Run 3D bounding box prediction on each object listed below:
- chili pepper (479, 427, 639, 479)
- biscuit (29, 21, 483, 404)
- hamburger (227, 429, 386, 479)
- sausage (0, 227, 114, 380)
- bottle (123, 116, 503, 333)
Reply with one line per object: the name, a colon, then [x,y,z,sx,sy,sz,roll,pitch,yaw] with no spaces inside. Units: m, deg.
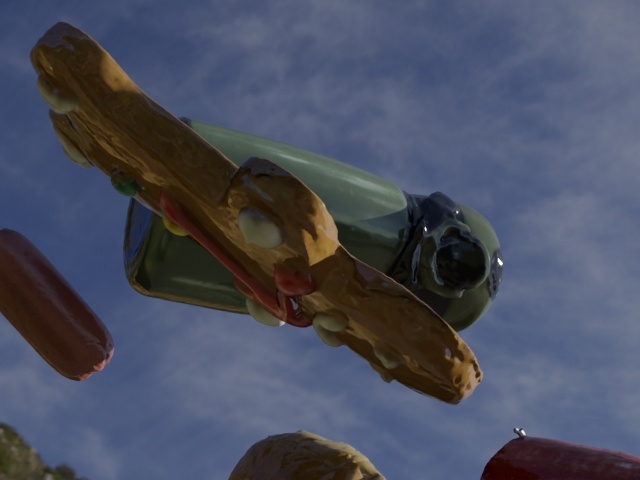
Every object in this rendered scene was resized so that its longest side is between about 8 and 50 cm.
chili pepper: [0.167,0.149,0.568,0.169,0.088,0.065,-5,-53,45]
biscuit: [-0.049,-0.001,0.660,0.340,0.047,0.216,38,-14,4]
hamburger: [-0.001,0.249,0.923,0.135,0.155,0.208,11,-9,-28]
sausage: [-0.247,0.059,0.939,0.154,0.062,0.062,49,-51,-3]
bottle: [0.001,0.000,0.985,0.347,0.168,0.168,12,-43,-19]
